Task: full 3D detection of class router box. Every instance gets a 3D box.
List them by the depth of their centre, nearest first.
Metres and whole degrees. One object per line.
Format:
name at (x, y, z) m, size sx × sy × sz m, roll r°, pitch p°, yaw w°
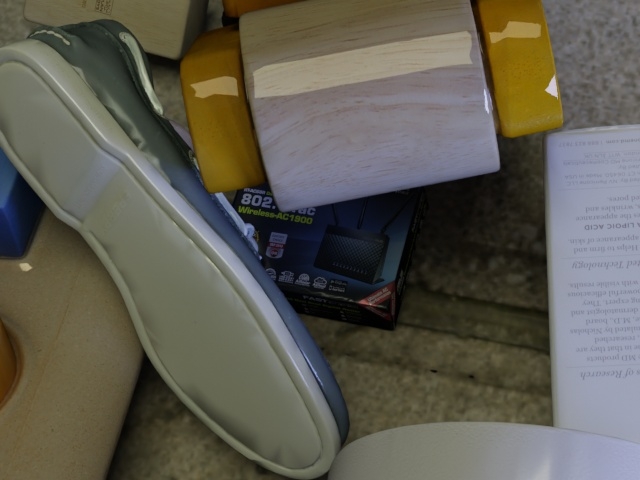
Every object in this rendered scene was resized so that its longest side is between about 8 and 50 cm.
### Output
router box at (0.000, 0.000, 1.261) m, size 0.122 × 0.038 × 0.092 m, roll 10°, pitch 66°, yaw 13°

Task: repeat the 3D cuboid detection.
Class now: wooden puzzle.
wooden puzzle at (-0.276, 0.017, 1.229) m, size 0.348 × 0.080 × 0.322 m, roll 6°, pitch 48°, yaw 10°

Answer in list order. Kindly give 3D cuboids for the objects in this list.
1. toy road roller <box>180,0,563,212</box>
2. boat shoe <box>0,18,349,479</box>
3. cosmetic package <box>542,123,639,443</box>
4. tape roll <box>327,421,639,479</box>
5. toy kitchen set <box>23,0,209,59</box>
toy road roller at (0.017, -0.170, 1.180) m, size 0.202 × 0.329 × 0.240 m, roll -11°, pitch 105°, yaw 4°
boat shoe at (-0.074, -0.003, 1.188) m, size 0.319 × 0.116 × 0.099 m, roll 52°, pitch 46°, yaw 4°
cosmetic package at (0.177, 0.058, 1.163) m, size 0.085 × 0.117 × 0.231 m, roll -5°, pitch 65°, yaw 8°
tape roll at (0.112, 0.214, 1.025) m, size 0.246 × 0.246 × 0.169 m, roll 6°, pitch 66°, yaw 12°
toy kitchen set at (-0.102, -0.246, 1.387) m, size 0.122 × 0.166 × 0.207 m, roll 17°, pitch 105°, yaw 17°
